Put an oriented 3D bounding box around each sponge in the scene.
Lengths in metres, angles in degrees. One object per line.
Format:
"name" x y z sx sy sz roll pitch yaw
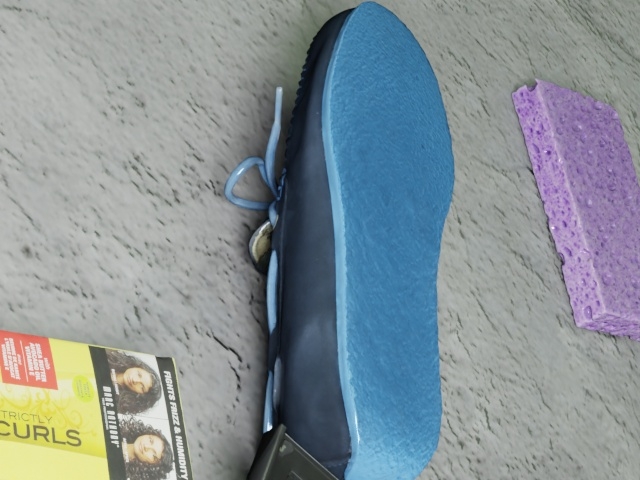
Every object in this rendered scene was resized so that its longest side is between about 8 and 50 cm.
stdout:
"sponge" 0.224 -0.023 1.538 0.117 0.031 0.210 12 57 -47

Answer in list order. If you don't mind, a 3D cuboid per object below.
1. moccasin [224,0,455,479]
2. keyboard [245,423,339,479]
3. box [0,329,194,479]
"moccasin" 0.000 0.000 1.179 0.138 0.117 0.342 34 47 -32
"keyboard" -0.063 0.236 0.962 0.201 0.033 0.317 45 48 -32
"box" -0.169 0.091 0.955 0.232 0.058 0.087 14 57 -45
